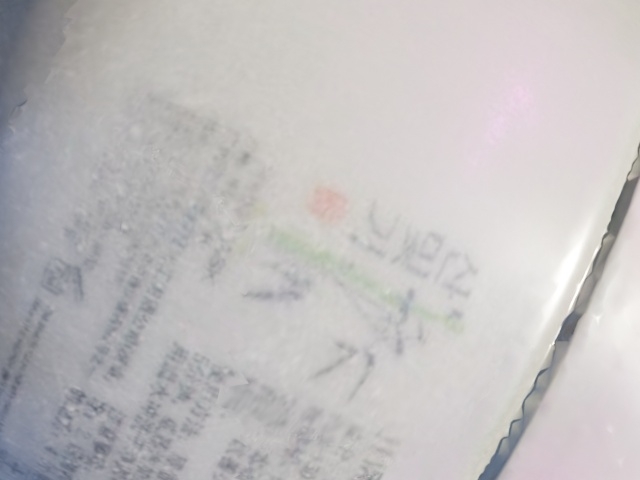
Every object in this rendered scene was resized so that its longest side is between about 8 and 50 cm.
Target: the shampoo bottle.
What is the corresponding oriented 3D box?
[{"bbox_3d":[0.000,0.000,0.528,0.266,0.273,0.273,26,133,-4],"label":"shampoo bottle"}]
